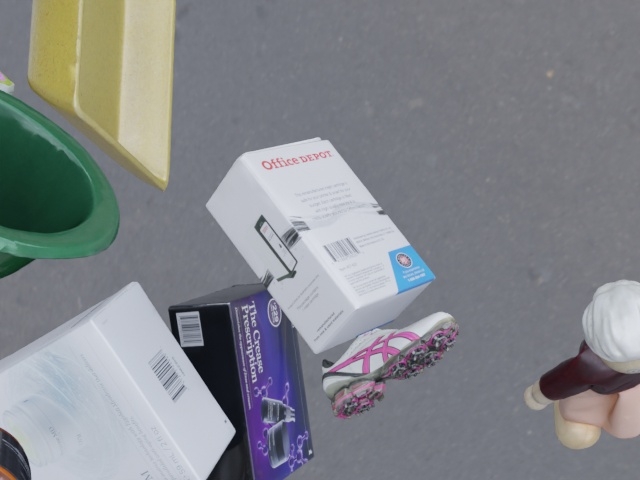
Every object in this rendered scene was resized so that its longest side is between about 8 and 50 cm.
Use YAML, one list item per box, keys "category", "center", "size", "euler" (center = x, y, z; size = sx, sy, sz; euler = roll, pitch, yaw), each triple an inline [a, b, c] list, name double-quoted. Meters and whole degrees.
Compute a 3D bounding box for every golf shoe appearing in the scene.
- category: "golf shoe"
  center: [0.075, 0.130, 1.266]
  size: [0.186, 0.067, 0.086]
  euler: [-35, 57, 18]

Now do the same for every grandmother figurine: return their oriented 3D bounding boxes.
- category: "grandmother figurine"
  center: [0.319, 0.132, 1.139]
  size: [0.208, 0.342, 0.104]
  euler: [-34, 66, -4]

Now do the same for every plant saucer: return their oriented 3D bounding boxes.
- category: "plant saucer"
  center: [-0.254, -0.253, 1.263]
  size: [0.081, 0.333, 0.332]
  euler: [-2, 77, 8]

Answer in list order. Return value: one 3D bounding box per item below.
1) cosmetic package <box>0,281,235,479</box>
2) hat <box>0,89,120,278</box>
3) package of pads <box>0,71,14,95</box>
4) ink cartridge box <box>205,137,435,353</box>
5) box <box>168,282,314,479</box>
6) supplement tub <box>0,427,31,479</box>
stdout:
- category: "cosmetic package"
  center: [-0.264, 0.209, 1.260]
  size: [0.224, 0.225, 0.138]
  euler: [57, 20, -7]
- category: "hat"
  center: [-0.237, 0.013, 0.653]
  size: [0.173, 0.183, 0.208]
  euler: [43, 20, 11]
- category: "package of pads"
  center: [-0.567, -0.184, 1.476]
  size: [0.296, 0.101, 0.229]
  euler: [32, 100, 33]
- category: "ink cartridge box"
  center: [0.000, 0.000, 1.134]
  size: [0.148, 0.086, 0.203]
  euler: [-16, 63, -50]
- category: "box"
  center: [-0.104, 0.199, 1.480]
  size: [0.103, 0.184, 0.261]
  euler: [-6, 95, 23]
- category: "supplement tub"
  center: [-0.279, 0.210, 0.839]
  size: [0.106, 0.198, 0.106]
  euler: [-1, 93, -15]
